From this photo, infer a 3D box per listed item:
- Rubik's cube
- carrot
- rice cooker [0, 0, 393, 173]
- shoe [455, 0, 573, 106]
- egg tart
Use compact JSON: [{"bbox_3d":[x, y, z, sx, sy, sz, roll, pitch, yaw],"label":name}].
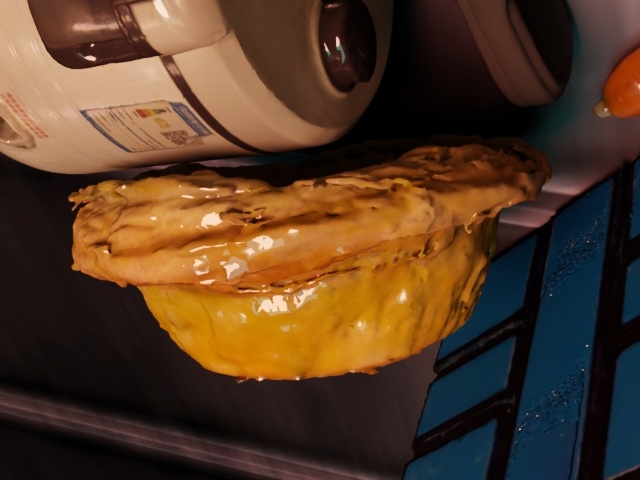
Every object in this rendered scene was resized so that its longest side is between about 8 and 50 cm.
[{"bbox_3d":[0.242,0.134,0.580,0.293,0.289,0.283,34,134,-12],"label":"Rubik's cube"},{"bbox_3d":[0.208,-0.111,0.549,0.035,0.035,0.142,38,129,-13],"label":"carrot"},{"bbox_3d":[-0.078,-0.147,0.510,0.244,0.226,0.226,0,130,28],"label":"rice cooker"},{"bbox_3d":[0.099,-0.177,0.487,0.093,0.108,0.241,-11,131,30],"label":"shoe"},{"bbox_3d":[0.000,0.000,0.569,0.288,0.288,0.119,-5,100,27],"label":"egg tart"}]
